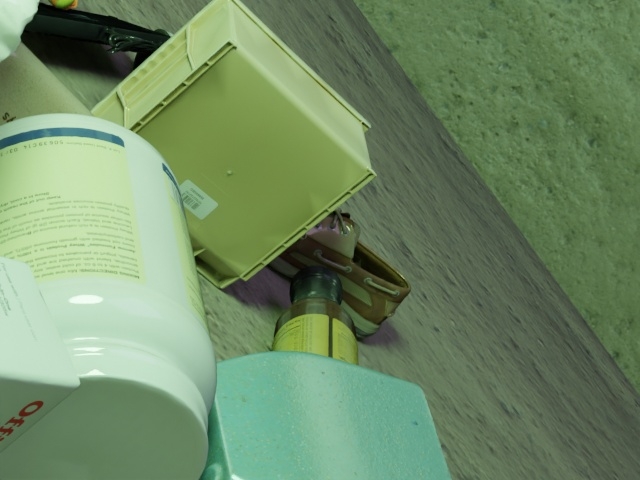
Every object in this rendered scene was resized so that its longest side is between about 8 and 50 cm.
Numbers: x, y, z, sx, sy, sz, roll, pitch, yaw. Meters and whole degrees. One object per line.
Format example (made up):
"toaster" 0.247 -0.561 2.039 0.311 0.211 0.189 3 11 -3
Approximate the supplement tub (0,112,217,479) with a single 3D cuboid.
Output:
"supplement tub" -0.217 0.069 1.321 0.235 0.235 0.325 37 24 -37

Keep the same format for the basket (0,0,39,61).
"basket" -0.410 -0.217 1.258 0.266 0.331 0.328 42 21 -22

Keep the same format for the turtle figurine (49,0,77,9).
"turtle figurine" -0.368 -0.357 1.937 0.217 0.087 0.269 43 35 18

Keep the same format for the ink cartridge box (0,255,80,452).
"ink cartridge box" -0.338 0.096 1.034 0.289 0.211 0.121 18 38 -58

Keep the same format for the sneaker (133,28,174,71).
"sneaker" -0.144 -0.155 2.085 0.178 0.124 0.295 23 32 -37

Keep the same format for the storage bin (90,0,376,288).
"storage bin" -0.113 -0.111 1.845 0.262 0.260 0.123 41 21 -29

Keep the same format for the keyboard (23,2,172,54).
"keyboard" -0.286 -0.262 1.925 0.201 0.033 0.317 22 12 27

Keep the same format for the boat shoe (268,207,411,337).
"boat shoe" 0.000 0.000 2.124 0.324 0.116 0.123 41 22 -29

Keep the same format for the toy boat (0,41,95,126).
"toy boat" -0.333 -0.111 1.565 0.151 0.151 0.231 19 -24 50

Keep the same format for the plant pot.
"plant pot" -0.048 0.248 1.411 0.252 0.247 0.248 28 29 -33

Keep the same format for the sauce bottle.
"sauce bottle" -0.005 0.143 1.866 0.111 0.111 0.344 45 21 -19
